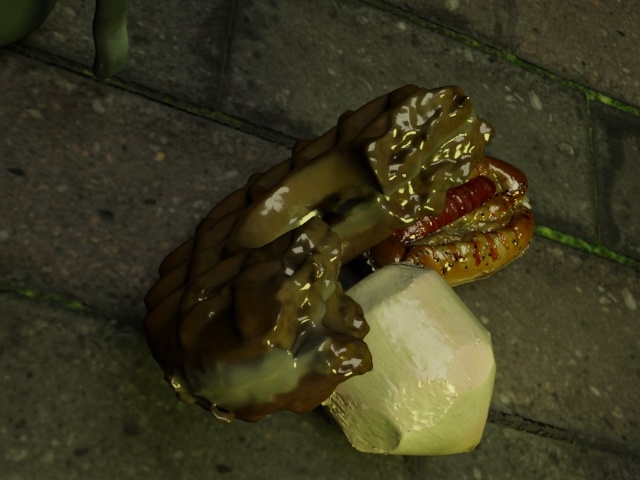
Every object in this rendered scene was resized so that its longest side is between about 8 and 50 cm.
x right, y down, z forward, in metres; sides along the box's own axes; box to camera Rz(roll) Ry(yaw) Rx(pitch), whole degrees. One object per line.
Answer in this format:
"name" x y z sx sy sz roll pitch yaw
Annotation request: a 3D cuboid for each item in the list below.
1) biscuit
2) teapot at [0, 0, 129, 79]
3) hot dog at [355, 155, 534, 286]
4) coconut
"biscuit" -0.016 0.009 0.890 0.115 0.268 0.366 54 48 -17
"teapot" -0.294 -0.289 0.882 0.223 0.285 0.305 -7 67 -32
"hot dog" 0.136 -0.013 1.111 0.252 0.069 0.131 -23 77 -35
"coconut" 0.076 0.121 0.946 0.170 0.171 0.183 -27 77 -37
